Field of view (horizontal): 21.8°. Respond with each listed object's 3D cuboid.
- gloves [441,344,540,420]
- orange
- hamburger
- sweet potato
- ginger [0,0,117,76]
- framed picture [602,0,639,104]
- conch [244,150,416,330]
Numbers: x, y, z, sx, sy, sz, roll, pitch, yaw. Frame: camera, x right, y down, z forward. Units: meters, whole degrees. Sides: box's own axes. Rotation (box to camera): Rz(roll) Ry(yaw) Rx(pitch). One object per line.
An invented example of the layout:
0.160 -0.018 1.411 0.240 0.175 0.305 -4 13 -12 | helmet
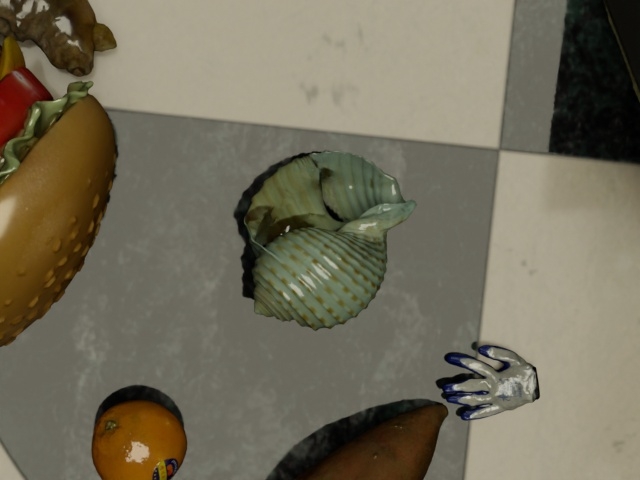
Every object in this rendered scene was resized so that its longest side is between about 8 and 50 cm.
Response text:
0.148 0.122 1.459 0.086 0.026 0.064 -11 93 -1 | gloves
-0.154 0.173 1.397 0.083 0.083 0.084 0 94 -7 | orange
-0.277 -0.031 1.281 0.212 0.274 0.274 33 89 -5 | hamburger
-0.016 0.270 1.412 0.095 0.106 0.355 37 88 26 | sweet potato
-0.259 -0.291 1.363 0.166 0.080 0.333 -12 88 -21 | ginger
0.380 -0.150 1.361 0.264 0.016 0.347 -8 53 -6 | framed picture
-0.004 0.004 1.396 0.135 0.102 0.153 46 55 4 | conch
